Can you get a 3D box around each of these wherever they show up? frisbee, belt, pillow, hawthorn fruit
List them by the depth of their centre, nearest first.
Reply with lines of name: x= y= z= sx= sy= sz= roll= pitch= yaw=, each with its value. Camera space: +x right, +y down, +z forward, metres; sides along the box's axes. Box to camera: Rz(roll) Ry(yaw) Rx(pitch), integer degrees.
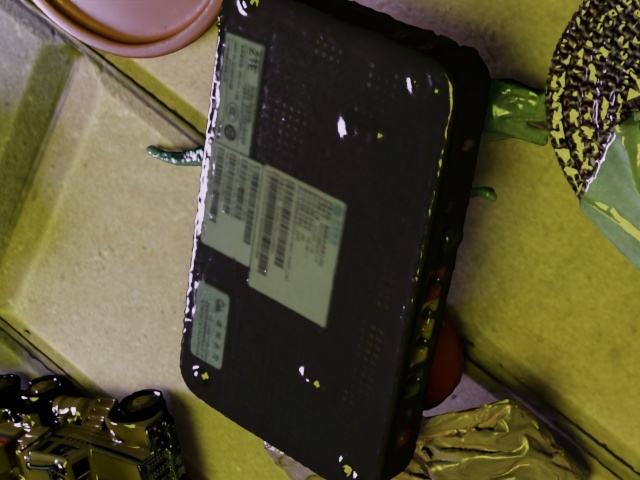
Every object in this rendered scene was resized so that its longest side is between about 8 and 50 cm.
belt: x=0.296 y=-0.066 z=0.862 sx=0.325 sy=0.122 sz=0.260 roll=22 pitch=119 yaw=23
frisbee: x=-0.164 y=-0.264 z=1.116 sx=0.251 sy=0.021 sz=0.250 roll=14 pitch=120 yaw=25
hawthorn fruit: x=0.075 y=0.095 z=1.117 sx=0.081 sy=0.081 sz=0.093 roll=-13 pitch=135 yaw=36
pillow: x=0.080 y=0.185 z=1.142 sx=0.248 sy=0.049 sz=0.135 roll=-12 pitch=138 yaw=37

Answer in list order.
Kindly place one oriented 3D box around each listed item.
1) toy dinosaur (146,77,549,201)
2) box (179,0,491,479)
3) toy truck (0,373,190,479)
toy dinosaur: x=0.014 y=-0.035 z=1.088 sx=0.383 sy=0.076 sz=0.129 roll=-9 pitch=102 yaw=32
box: x=0.000 y=0.000 z=1.035 sx=0.211 sy=0.058 sz=0.350 roll=28 pitch=122 yaw=33
toy truck: x=-0.244 y=0.210 z=1.344 sx=0.257 sy=0.127 sz=0.127 roll=0 pitch=112 yaw=29
